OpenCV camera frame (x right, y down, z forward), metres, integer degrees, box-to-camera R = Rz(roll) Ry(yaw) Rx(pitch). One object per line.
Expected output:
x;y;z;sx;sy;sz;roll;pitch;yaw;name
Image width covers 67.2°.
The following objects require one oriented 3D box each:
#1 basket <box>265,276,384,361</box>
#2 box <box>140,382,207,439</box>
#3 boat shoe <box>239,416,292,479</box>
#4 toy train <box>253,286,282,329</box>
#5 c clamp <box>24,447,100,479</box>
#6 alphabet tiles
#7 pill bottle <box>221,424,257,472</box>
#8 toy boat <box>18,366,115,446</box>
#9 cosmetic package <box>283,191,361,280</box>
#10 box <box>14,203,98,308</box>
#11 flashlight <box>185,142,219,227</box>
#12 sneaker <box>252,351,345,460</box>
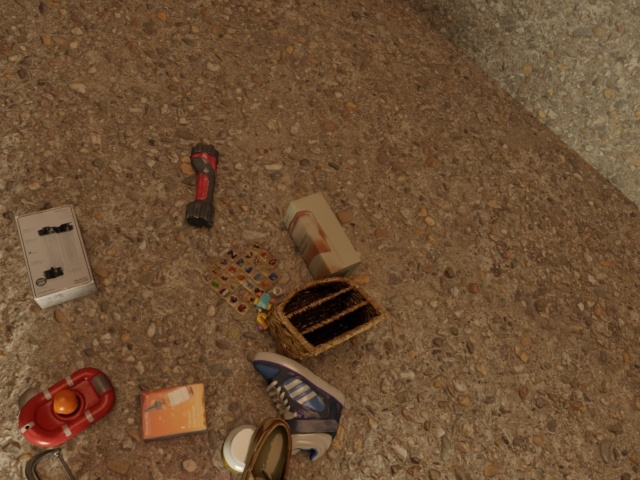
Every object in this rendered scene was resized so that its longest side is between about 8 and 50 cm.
0.007;0.222;1.499;0.299;0.223;0.213;-19;79;-31;basket
-0.411;0.483;1.356;0.171;0.091;0.130;-4;64;-17;box
-0.137;0.577;1.123;0.123;0.120;0.323;14;63;-10;boat shoe
-0.156;0.241;1.582;0.125;0.046;0.166;-8;67;-24;toy train
-0.681;0.610;1.259;0.137;0.022;0.160;-39;80;-23;c clamp
-0.257;0.112;1.642;0.198;0.009;0.237;40;60;8;alphabet tiles
-0.205;0.563;1.301;0.118;0.208;0.117;7;61;-12;pill bottle
-0.673;0.434;1.275;0.231;0.151;0.151;-32;74;-27;toy boat
0.000;0.000;1.689;0.129;0.153;0.296;-21;69;-25;cosmetic package
-0.809;0.044;1.482;0.169;0.087;0.289;-18;69;-23;box
-0.425;-0.199;1.709;0.103;0.103;0.303;-5;62;12;flashlight
-0.097;0.496;1.410;0.323;0.130;0.236;31;55;-4;sneaker
